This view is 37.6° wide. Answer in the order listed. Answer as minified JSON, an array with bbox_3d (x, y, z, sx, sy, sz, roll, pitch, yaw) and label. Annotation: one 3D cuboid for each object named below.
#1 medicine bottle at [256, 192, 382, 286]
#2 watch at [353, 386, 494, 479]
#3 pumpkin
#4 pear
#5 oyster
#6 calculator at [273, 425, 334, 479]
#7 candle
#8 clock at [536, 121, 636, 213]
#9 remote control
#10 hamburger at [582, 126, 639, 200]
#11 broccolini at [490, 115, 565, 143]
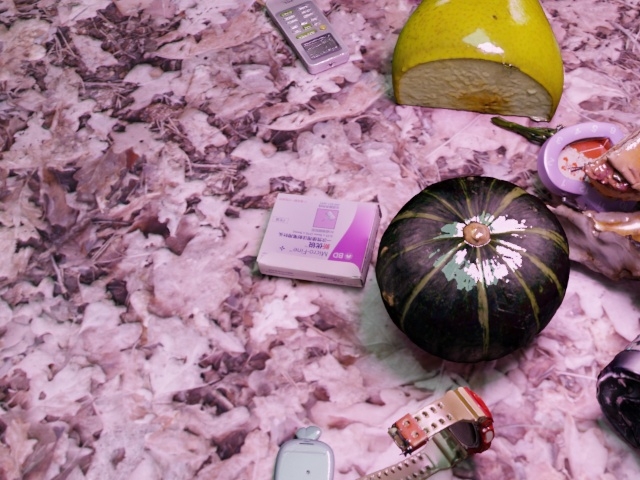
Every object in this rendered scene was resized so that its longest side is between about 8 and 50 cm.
[{"bbox_3d":[0.000,0.000,1.728,0.201,0.052,0.171,8,56,14],"label":"medicine bottle"},{"bbox_3d":[0.137,0.312,1.402,0.268,0.165,0.102,-15,51,-32],"label":"watch"},{"bbox_3d":[0.249,0.046,1.549,0.323,0.241,0.323,-4,51,4],"label":"pumpkin"},{"bbox_3d":[0.327,-0.424,1.892,0.342,0.238,0.318,7,64,11],"label":"pear"},{"bbox_3d":[0.506,0.001,1.606,0.337,0.133,0.198,17,21,23],"label":"oyster"},{"bbox_3d":[-0.026,0.363,1.483,0.095,0.021,0.153,2,58,7],"label":"calculator"},{"bbox_3d":[0.584,0.181,1.449,0.330,0.187,0.187,-38,59,-22],"label":"candle"},{"bbox_3d":[0.500,-0.138,1.737,0.198,0.064,0.172,30,73,-5],"label":"clock"},{"bbox_3d":[-0.030,-0.466,2.081,0.103,0.034,0.250,-23,55,-11],"label":"remote control"},{"bbox_3d":[0.624,-0.145,1.647,0.245,0.155,0.282,40,71,2],"label":"hamburger"},{"bbox_3d":[0.428,-0.221,1.837,0.201,0.074,0.058,32,80,28],"label":"broccolini"}]
